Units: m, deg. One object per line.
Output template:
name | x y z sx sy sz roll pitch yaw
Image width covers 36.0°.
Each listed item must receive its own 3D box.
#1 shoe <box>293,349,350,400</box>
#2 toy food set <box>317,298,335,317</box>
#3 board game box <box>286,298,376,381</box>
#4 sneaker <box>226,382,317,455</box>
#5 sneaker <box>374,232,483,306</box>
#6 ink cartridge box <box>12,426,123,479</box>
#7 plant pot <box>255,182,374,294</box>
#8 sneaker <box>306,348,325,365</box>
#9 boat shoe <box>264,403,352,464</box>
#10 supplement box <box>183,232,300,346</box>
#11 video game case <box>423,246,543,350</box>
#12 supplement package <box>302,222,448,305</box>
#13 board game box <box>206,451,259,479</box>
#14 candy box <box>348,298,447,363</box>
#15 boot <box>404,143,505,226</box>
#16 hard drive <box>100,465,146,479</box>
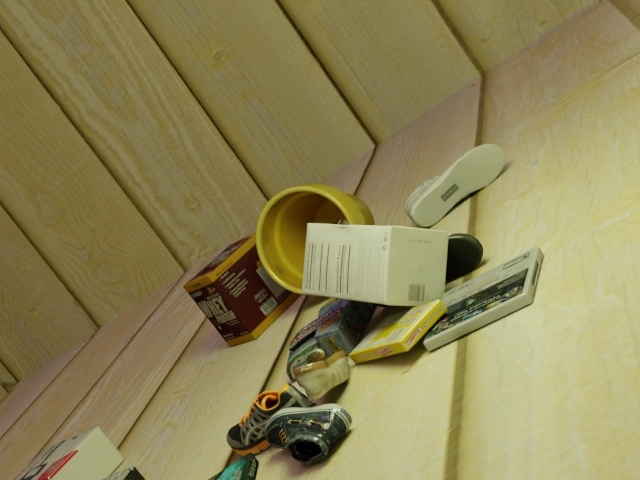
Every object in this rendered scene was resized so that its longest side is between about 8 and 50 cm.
shoe | 0.004 0.228 1.651 0.076 0.058 0.219 -23 -7 13
toy food set | 0.029 0.142 2.103 0.083 0.020 0.082 -42 12 -27
board game box | 0.012 0.181 1.876 0.194 0.060 0.194 -34 10 12
sneaker | -0.088 0.294 1.641 0.215 0.083 0.084 -29 14 38
sneaker | 0.207 0.023 1.858 0.270 0.090 0.145 -31 14 40
ink cartridge box | -0.570 0.519 2.148 0.237 0.100 0.172 -27 13 41
plant pot | 0.012 -0.018 2.311 0.254 0.254 0.239 -31 -3 26
sneaker | -0.006 0.218 1.783 0.037 0.032 0.083 -36 -20 -40
boat shoe | -0.039 0.300 1.498 0.183 0.065 0.083 -25 14 44
supplement box | -0.190 0.121 2.420 0.191 0.194 0.129 -44 12 -36
video game case | 0.262 0.092 1.571 0.190 0.022 0.173 -30 12 28
supplement package | 0.093 0.041 1.754 0.139 0.134 0.244 5 -1 -36
board game box | -0.160 0.409 1.518 0.126 0.026 0.186 -34 11 10
candy box | 0.126 0.155 1.648 0.105 0.027 0.206 -41 5 -24
boot | 0.297 -0.137 2.250 0.258 0.095 0.123 -37 17 0
hard drive | -0.475 0.561 1.767 0.237 0.064 0.339 -30 13 32
